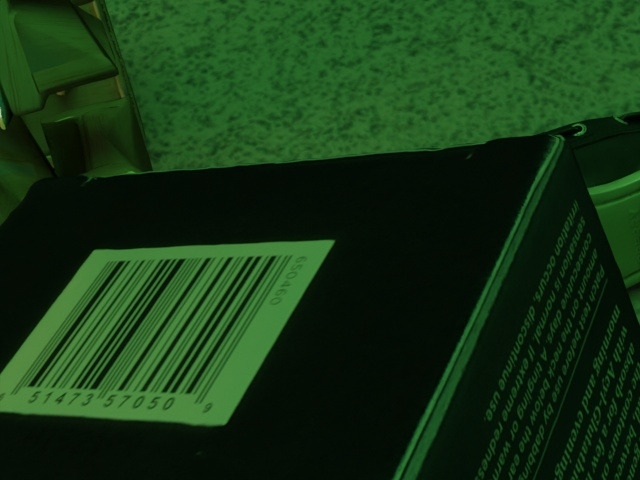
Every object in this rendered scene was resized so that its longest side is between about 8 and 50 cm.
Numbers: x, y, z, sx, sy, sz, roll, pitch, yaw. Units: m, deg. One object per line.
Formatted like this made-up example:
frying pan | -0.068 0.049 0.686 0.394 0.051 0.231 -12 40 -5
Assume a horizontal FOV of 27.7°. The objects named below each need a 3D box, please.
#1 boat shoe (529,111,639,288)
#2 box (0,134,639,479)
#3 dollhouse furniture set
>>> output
boat shoe | 0.170 -0.025 0.951 0.340 0.127 0.113 -20 31 -7
box | 0.016 0.171 0.625 0.293 0.395 0.212 -2 41 34
dollhouse furniture set | -0.247 -0.048 0.885 0.256 0.362 0.394 -17 31 -5
